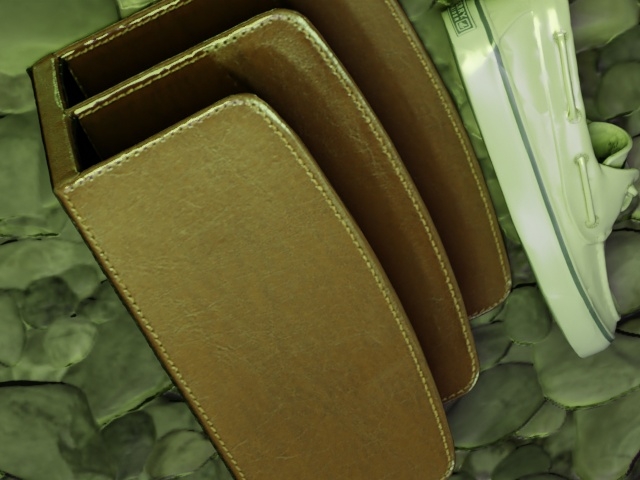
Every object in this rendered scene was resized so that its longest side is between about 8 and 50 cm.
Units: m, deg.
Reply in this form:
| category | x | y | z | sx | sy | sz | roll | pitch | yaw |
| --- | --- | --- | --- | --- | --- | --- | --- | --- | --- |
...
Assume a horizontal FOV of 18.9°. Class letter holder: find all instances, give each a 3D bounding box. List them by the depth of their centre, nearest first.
| category | x | y | z | sx | sy | sz | roll | pitch | yaw |
| --- | --- | --- | --- | --- | --- | --- | --- | --- | --- |
| letter holder | 0.000 | 0.000 | 1.120 | 0.214 | 0.152 | 0.302 | -26 | 124 | 3 |

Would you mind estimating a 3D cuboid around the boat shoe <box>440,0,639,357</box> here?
| category | x | y | z | sx | sy | sz | roll | pitch | yaw |
| --- | --- | --- | --- | --- | --- | --- | --- | --- | --- |
| boat shoe | 0.151 | -0.039 | 1.159 | 0.084 | 0.095 | 0.258 | -20 | 125 | 6 |
